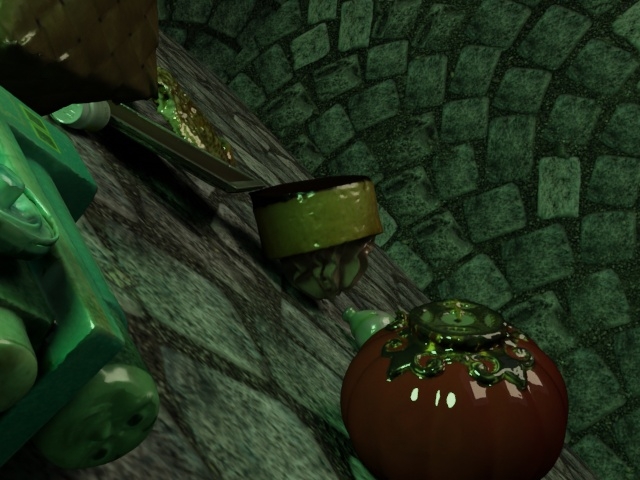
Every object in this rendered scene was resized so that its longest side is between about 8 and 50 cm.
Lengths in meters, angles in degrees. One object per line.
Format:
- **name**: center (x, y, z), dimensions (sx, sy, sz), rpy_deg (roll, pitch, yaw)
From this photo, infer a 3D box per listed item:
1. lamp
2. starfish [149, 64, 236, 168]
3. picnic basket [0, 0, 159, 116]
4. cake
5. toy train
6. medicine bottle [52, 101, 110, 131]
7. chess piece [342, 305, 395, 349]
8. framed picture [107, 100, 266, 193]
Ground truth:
- **lamp**: center (0.132, 0.170, 0.860), dimensions (0.227, 0.227, 0.227), rpy_deg (42, 7, -6)
- **starfish**: center (-0.288, -0.259, 1.420), dimensions (0.432, 0.082, 0.324), rpy_deg (43, 2, -5)
- **picnic basket**: center (-0.332, -0.276, 0.802), dimensions (0.337, 0.337, 0.293), rpy_deg (46, 14, 18)
- **cake**: center (0.000, 0.000, 1.284), dimensions (0.207, 0.185, 0.178), rpy_deg (17, -63, 63)
- **toy train**: center (-0.184, -0.006, 0.463), dimensions (0.298, 0.120, 0.194), rpy_deg (49, 4, 41)
- **medicine bottle**: center (-0.289, -0.157, 1.034), dimensions (0.047, 0.047, 0.083), rpy_deg (44, 8, 3)
- **chess piece**: center (0.139, 0.178, 1.242), dimensions (0.271, 0.139, 0.139), rpy_deg (33, 2, 24)
- **framed picture**: center (-0.222, -0.140, 1.187), dimensions (0.293, 0.018, 0.231), rpy_deg (30, 7, 3)
